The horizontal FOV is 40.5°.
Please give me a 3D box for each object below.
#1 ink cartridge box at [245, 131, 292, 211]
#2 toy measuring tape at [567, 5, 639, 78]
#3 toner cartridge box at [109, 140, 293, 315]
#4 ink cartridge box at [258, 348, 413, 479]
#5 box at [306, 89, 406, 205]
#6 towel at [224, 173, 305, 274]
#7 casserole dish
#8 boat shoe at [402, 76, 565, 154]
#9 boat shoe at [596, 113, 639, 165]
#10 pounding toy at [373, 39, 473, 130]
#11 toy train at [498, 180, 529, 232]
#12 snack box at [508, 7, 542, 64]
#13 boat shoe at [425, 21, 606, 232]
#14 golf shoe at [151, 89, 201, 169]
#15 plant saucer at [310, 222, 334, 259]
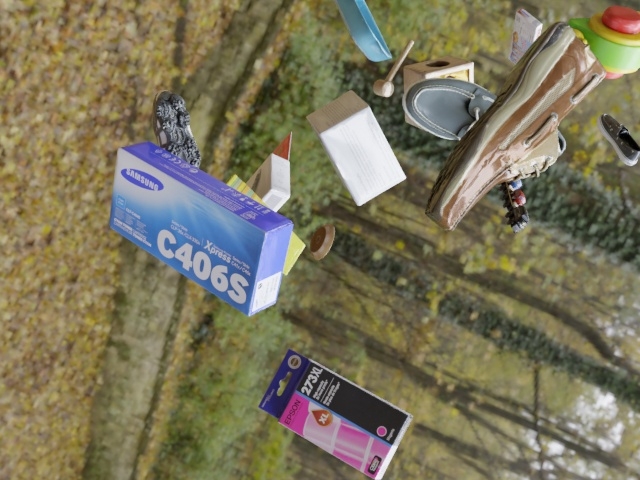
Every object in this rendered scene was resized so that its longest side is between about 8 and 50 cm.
[{"bbox_3d":[-0.185,-0.139,2.420,0.296,0.066,0.261,-45,-147,39],"label":"ink cartridge box"},{"bbox_3d":[0.560,-0.343,1.501,0.121,0.330,0.121,173,-90,-69],"label":"toy measuring tape"},{"bbox_3d":[-0.215,-0.027,1.494,0.075,0.348,0.165,-23,135,-50],"label":"toner cartridge box"},{"bbox_3d":[0.027,0.424,2.157,0.175,0.371,0.069,-62,157,-5],"label":"ink cartridge box"},{"bbox_3d":[0.072,-0.198,1.831,0.119,0.181,0.182,-29,-157,1],"label":"box"},{"bbox_3d":[-0.139,-0.034,1.940,0.021,0.237,0.102,-24,-154,50],"label":"towel"},{"bbox_3d":[0.062,-0.375,1.459,0.037,0.188,0.114,-30,152,15],"label":"casserole dish"},{"bbox_3d":[0.310,-0.223,1.615,0.099,0.320,0.116,-124,-127,-75],"label":"boat shoe"},{"bbox_3d":[0.635,-0.222,1.836,0.040,0.049,0.142,114,-37,-47],"label":"boat shoe"},{"bbox_3d":[0.221,-0.330,1.839,0.094,0.206,0.181,36,-42,53],"label":"pounding toy"},{"bbox_3d":[0.311,-0.065,1.394,0.036,0.027,0.158,-34,-155,23],"label":"toy train"},{"bbox_3d":[0.472,-0.460,2.011,0.022,0.064,0.178,-40,159,-11],"label":"snack box"},{"bbox_3d":[0.271,-0.141,1.176,0.324,0.120,0.122,-54,-177,0],"label":"boat shoe"},{"bbox_3d":[-0.279,-0.196,1.664,0.094,0.077,0.198,-132,-144,-54],"label":"golf shoe"},{"bbox_3d":[0.000,0.000,1.836,0.083,0.015,0.083,-41,-143,41],"label":"plant saucer"}]
